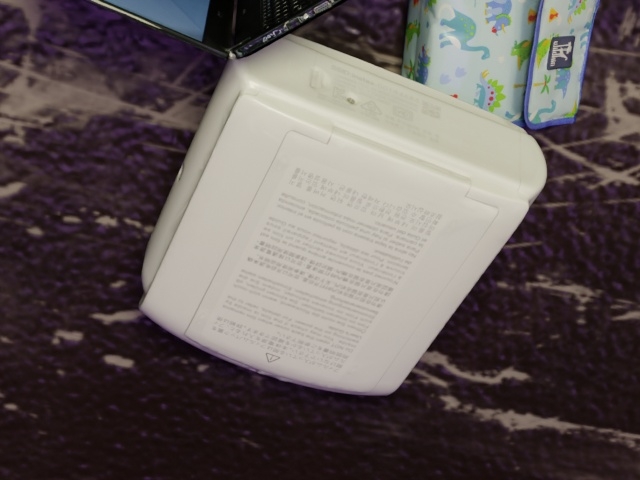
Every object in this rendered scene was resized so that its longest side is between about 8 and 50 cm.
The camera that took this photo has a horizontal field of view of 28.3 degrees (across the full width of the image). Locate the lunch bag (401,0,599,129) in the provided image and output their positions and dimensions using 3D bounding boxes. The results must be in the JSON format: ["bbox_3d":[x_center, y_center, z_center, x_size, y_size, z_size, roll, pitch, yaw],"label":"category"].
[{"bbox_3d":[0.149,-0.159,1.031,0.151,0.096,0.129,0,110,-17],"label":"lunch bag"}]

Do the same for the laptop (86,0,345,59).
[{"bbox_3d":[-0.060,-0.227,0.913,0.264,0.234,0.136,-29,111,9],"label":"laptop"}]

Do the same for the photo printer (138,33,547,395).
[{"bbox_3d":[0.000,0.000,1.029,0.256,0.107,0.307,20,133,-10],"label":"photo printer"}]
